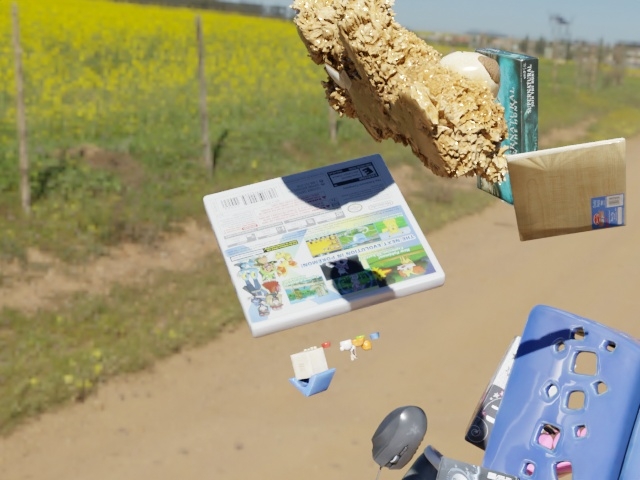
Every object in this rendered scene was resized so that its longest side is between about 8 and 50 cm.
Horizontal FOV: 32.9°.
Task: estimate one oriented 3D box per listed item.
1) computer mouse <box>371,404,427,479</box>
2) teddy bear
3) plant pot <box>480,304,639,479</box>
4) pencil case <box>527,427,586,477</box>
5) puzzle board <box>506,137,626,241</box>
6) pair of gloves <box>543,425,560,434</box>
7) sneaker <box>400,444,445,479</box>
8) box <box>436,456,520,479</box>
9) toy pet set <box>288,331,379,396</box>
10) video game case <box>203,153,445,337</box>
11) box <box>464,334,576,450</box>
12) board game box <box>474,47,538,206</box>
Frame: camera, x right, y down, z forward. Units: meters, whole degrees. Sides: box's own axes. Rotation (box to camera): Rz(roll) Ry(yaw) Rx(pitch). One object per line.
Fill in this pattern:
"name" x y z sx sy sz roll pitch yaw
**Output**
"computer mouse" 0.095 0.357 1.660 0.071 0.242 0.041 17 18 -24
"teddy bear" 0.085 -0.176 1.146 0.113 0.245 0.338 -36 20 -9
"plant pot" 0.352 0.222 1.229 0.236 0.235 0.212 22 -7 -38
"pencil case" 0.401 0.371 1.853 0.209 0.095 0.098 -23 -5 30
"puzzle board" 0.215 -0.043 0.941 0.097 0.011 0.128 -9 -34 11
"pair of gloves" 0.348 0.280 1.640 0.083 0.010 0.074 19 6 -25
"sneaker" 0.242 0.525 1.958 0.295 0.147 0.104 49 6 5
"box" 0.160 0.269 1.136 0.083 0.067 0.018 12 -11 24
"toy pet set" 0.018 0.188 1.629 0.114 0.065 0.122 -13 -3 -43
"video game case" 0.000 0.000 1.819 0.329 0.036 0.300 -14 51 -13
"box" 0.419 0.338 2.301 0.142 0.247 0.163 26 0 10
"board game box" 0.232 -0.143 1.363 0.026 0.186 0.126 -9 18 -17
